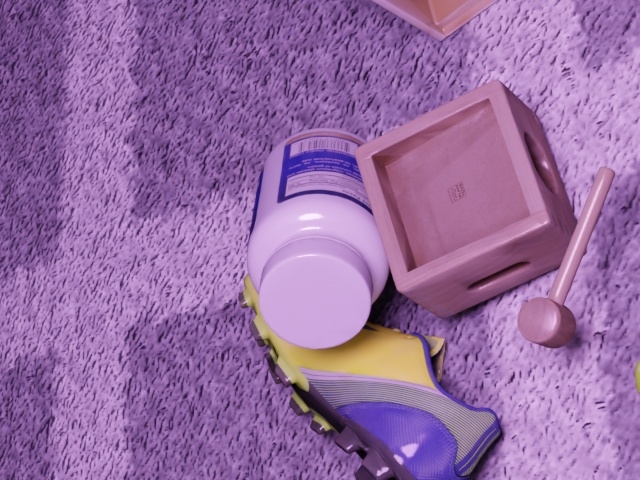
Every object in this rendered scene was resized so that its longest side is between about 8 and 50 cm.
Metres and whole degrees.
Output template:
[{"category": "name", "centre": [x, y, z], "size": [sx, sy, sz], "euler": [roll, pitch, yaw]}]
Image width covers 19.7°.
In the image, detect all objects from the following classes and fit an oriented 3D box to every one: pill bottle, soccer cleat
[{"category": "pill bottle", "centre": [0.000, 0.000, 1.431], "size": [0.112, 0.112, 0.186], "euler": [-42, 20, 24]}, {"category": "soccer cleat", "centre": [0.035, 0.101, 1.453], "size": [0.121, 0.093, 0.289], "euler": [-35, 43, -10]}]

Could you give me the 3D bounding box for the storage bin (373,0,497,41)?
[{"category": "storage bin", "centre": [0.096, -0.313, 1.403], "size": [0.260, 0.262, 0.123], "euler": [-34, 53, 29]}]

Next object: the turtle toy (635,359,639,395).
[{"category": "turtle toy", "centre": [0.268, 0.078, 1.237], "size": [0.130, 0.095, 0.066], "euler": [-34, 33, 28]}]

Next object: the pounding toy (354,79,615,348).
[{"category": "pounding toy", "centre": [0.148, -0.005, 1.369], "size": [0.181, 0.094, 0.206], "euler": [-26, 63, 19]}]
